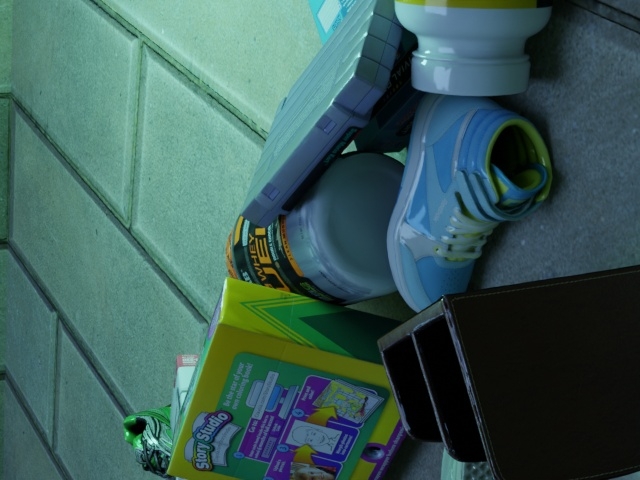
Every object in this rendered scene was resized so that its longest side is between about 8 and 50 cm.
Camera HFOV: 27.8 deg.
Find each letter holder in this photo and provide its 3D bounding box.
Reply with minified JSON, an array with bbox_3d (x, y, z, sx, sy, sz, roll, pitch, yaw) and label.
[{"bbox_3d":[0.249,0.162,1.389,0.152,0.302,0.214,-40,62,57],"label":"letter holder"}]

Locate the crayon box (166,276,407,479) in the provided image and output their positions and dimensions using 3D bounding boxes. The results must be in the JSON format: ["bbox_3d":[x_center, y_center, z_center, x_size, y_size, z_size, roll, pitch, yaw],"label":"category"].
[{"bbox_3d":[-0.035,0.240,1.901,0.106,0.313,0.363,-82,10,-47],"label":"crayon box"}]

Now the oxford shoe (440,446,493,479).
[{"bbox_3d":[0.217,0.381,1.671,0.130,0.169,0.449,-101,13,-66],"label":"oxford shoe"}]

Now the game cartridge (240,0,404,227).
[{"bbox_3d":[0.010,-0.182,1.707,0.355,0.068,0.230,-46,26,52],"label":"game cartridge"}]

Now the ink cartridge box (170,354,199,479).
[{"bbox_3d":[-0.229,0.338,2.447,0.218,0.092,0.158,-111,27,-60],"label":"ink cartridge box"}]

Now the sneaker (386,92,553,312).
[{"bbox_3d":[0.191,-0.028,1.633,0.208,0.127,0.319,33,124,56],"label":"sneaker"}]

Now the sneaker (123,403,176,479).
[{"bbox_3d":[-0.290,0.444,2.588,0.343,0.146,0.134,31,123,54],"label":"sneaker"}]

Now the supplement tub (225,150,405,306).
[{"bbox_3d":[0.000,0.000,1.902,0.338,0.207,0.207,-21,78,61],"label":"supplement tub"}]

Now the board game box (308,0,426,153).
[{"bbox_3d":[0.090,-0.325,1.796,0.254,0.079,0.336,-44,59,55],"label":"board game box"}]

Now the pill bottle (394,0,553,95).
[{"bbox_3d":[0.182,-0.344,1.515,0.188,0.188,0.333,25,119,57],"label":"pill bottle"}]
